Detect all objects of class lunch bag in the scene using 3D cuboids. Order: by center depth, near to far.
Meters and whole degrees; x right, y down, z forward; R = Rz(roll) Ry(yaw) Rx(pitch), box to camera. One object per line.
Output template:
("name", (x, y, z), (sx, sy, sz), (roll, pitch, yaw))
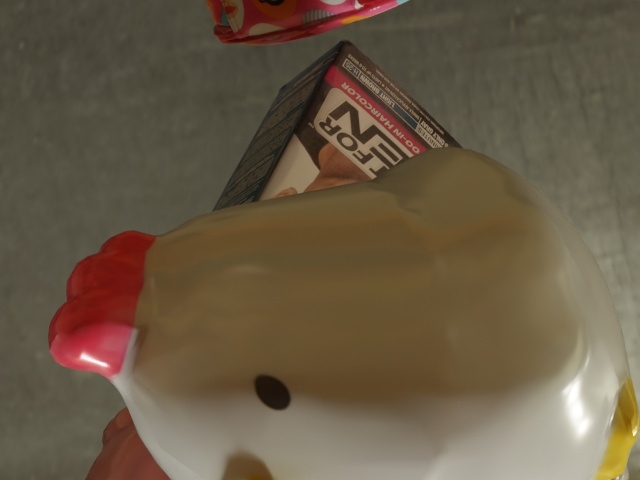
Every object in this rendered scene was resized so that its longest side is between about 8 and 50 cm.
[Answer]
("lunch bag", (0.048, -0.277, 1.691), (0.293, 0.258, 0.120), (-6, 113, 49))

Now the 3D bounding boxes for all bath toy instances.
("bath toy", (-0.053, 0.107, 0.512), (0.129, 0.151, 0.348), (9, 140, -27))

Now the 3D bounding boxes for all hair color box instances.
("hair color box", (0.000, 0.000, 1.666), (0.174, 0.347, 0.105), (41, 133, -15))

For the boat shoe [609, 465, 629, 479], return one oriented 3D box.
("boat shoe", (0.230, 0.144, 1.920), (0.098, 0.277, 0.096), (-26, 127, 2))
